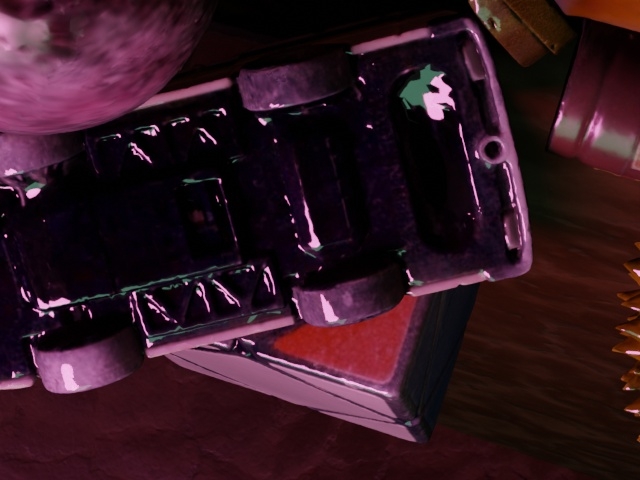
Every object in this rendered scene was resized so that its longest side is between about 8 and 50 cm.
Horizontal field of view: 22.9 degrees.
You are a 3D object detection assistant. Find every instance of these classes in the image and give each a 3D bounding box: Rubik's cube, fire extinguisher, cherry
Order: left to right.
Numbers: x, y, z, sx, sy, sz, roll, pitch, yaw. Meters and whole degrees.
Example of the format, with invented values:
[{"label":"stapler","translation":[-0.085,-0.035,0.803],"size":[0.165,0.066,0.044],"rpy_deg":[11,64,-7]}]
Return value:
[{"label":"cherry","translation":[-0.131,-0.134,0.709],"size":[0.195,0.195,0.195],"rpy_deg":[18,168,4]},{"label":"Rubik's cube","translation":[0.000,0.000,1.051],"size":[0.207,0.205,0.205],"rpy_deg":[15,168,14]},{"label":"fire extinguisher","translation":[0.240,-0.043,0.775],"size":[0.252,0.075,0.106],"rpy_deg":[18,180,7]}]

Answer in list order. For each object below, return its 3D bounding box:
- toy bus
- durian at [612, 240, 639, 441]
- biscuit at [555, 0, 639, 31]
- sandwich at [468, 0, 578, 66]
[{"label":"toy bus","translation":[-0.048,-0.030,0.862],"size":[0.305,0.143,0.179],"rpy_deg":[-14,-167,6]},{"label":"durian","translation":[0.273,0.075,0.683],"size":[0.291,0.224,0.291],"rpy_deg":[55,164,23]},{"label":"biscuit","translation":[0.217,-0.108,0.560],"size":[0.290,0.062,0.237],"rpy_deg":[18,170,9]},{"label":"sandwich","translation":[0.086,-0.111,0.721],"size":[0.067,0.029,0.135],"rpy_deg":[51,-167,3]}]
